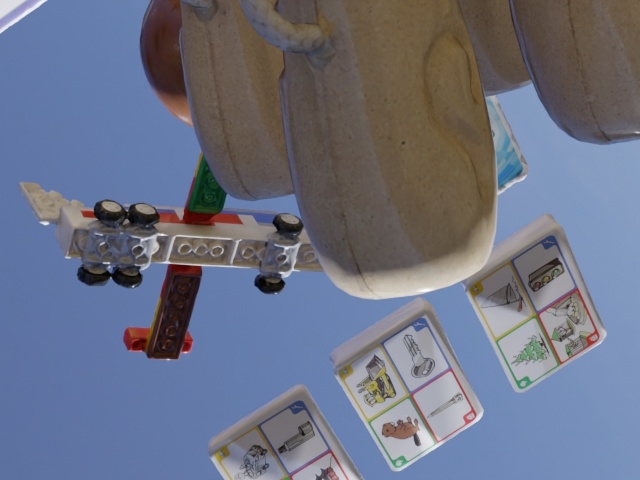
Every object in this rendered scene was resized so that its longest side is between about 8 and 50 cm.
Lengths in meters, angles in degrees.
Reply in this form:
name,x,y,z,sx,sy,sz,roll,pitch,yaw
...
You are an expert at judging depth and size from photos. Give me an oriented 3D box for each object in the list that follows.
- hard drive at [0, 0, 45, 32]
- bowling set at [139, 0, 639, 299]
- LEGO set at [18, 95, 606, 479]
name,x,y,z,sx,sy,sz,roll,pitch,yaw
hard drive,-0.166,-0.207,0.870,0.040,0.210,0.318,38,-142,-34
bowling set,0.009,-0.099,0.454,0.287,0.200,0.154,-30,-68,-50
LEGO set,0.000,0.000,0.748,0.244,0.182,0.060,60,176,-39
